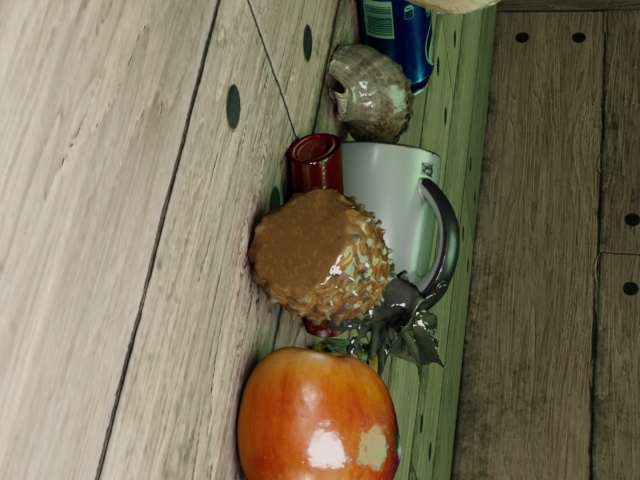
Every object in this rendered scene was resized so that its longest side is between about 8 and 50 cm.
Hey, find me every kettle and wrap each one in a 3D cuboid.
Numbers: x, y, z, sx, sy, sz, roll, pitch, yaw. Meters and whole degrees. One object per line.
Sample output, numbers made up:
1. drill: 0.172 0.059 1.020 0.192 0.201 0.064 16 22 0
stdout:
1. kettle: 0.100 -0.009 1.553 0.161 0.221 0.236 14 80 -47

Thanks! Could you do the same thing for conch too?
1. conch: 0.062 -0.217 1.645 0.207 0.130 0.155 5 52 -55

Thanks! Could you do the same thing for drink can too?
1. drink can: 0.119 -0.332 1.761 0.118 0.118 0.205 -73 161 -47

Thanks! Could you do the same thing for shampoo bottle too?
1. shampoo bottle: 0.000 0.000 1.440 0.102 0.064 0.260 -63 153 -61

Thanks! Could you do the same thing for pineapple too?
1. pineapple: 0.060 0.065 1.342 0.364 0.165 0.166 40 52 -52

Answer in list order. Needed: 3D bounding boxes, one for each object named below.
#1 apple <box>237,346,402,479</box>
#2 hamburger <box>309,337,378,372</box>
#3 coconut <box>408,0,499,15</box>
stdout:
1. apple: -0.005 0.205 1.241 0.199 0.199 0.199 3 90 -76
2. hamburger: 0.030 0.245 1.488 0.235 0.125 0.214 -69 148 -62
3. coconut: 0.179 -0.492 1.544 0.360 0.346 0.346 -39 134 -46
